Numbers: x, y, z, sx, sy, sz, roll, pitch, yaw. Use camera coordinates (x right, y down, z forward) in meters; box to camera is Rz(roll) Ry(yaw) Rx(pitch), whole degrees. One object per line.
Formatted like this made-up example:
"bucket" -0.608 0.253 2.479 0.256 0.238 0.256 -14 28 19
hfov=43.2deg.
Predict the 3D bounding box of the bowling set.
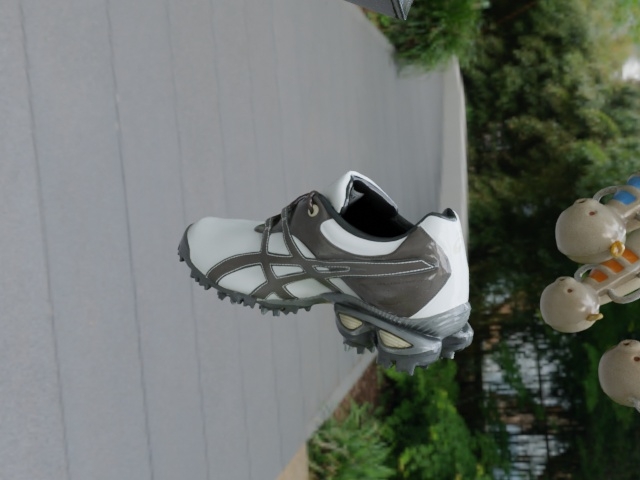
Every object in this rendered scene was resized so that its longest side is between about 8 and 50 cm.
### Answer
"bowling set" 0.213 0.001 0.490 0.200 0.154 0.287 61 -10 -19

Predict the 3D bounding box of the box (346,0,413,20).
"box" -0.023 -0.217 0.492 0.147 0.180 0.078 0 112 -80

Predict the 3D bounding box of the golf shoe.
"golf shoe" 0.000 0.000 0.463 0.077 0.198 0.094 -21 121 -52
